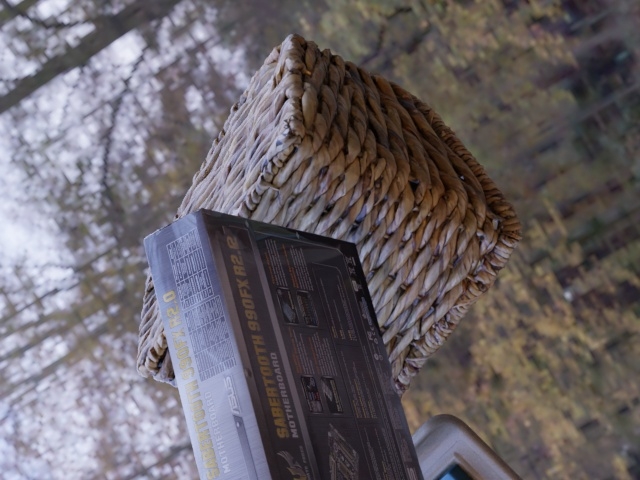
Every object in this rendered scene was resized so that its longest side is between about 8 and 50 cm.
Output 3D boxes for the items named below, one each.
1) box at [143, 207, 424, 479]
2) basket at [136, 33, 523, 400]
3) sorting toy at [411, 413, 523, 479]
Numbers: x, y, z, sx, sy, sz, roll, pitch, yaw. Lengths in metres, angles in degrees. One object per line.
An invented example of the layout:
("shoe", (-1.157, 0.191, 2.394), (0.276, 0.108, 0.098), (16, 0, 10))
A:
("box", (-0.016, 0.103, 0.876), (0.183, 0.056, 0.231), (11, -123, -54))
("basket", (0.000, 0.000, 1.144), (0.223, 0.299, 0.213), (23, -149, -17))
("sorting toy", (0.096, 0.315, 1.123), (0.229, 0.307, 0.041), (42, -147, 6))
